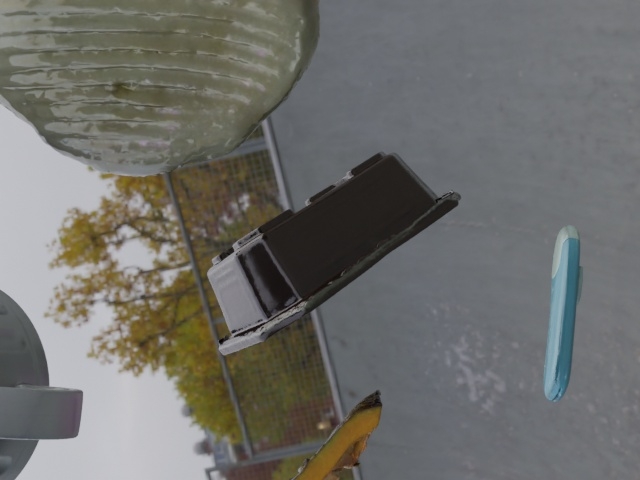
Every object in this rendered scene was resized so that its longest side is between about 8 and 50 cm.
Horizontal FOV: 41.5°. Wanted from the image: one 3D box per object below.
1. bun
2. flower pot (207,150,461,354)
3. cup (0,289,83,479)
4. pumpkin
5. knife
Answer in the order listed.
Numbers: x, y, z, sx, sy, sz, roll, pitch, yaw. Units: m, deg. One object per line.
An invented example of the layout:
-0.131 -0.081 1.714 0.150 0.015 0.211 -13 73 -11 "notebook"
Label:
-0.115 -0.167 0.539 0.141 0.239 0.239 -109 3 -51 "bun"
0.000 0.000 0.790 0.084 0.251 0.179 56 152 -2 "flower pot"
-0.266 0.080 0.497 0.167 0.221 0.202 65 -170 16 "cup"
0.019 0.162 0.661 0.035 0.101 0.073 44 178 13 "pumpkin"
0.269 0.075 0.930 0.064 0.031 0.222 99 -175 -56 "knife"
